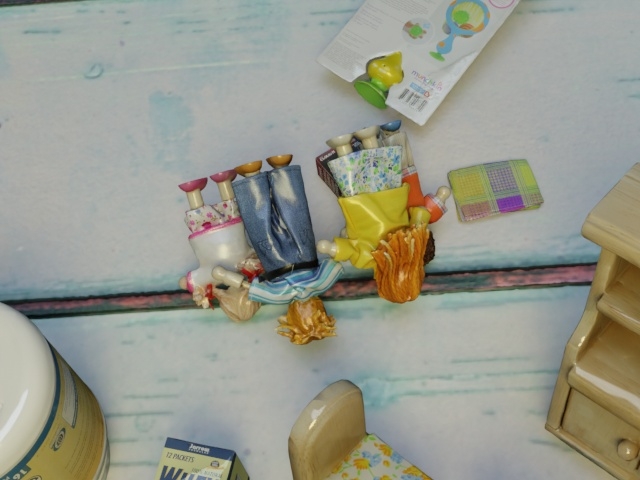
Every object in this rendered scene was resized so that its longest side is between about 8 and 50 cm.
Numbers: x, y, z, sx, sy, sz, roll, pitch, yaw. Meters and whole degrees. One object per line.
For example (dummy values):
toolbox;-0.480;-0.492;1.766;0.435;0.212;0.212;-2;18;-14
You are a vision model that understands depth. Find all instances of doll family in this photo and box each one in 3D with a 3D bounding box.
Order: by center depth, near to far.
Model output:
doll family;0.000;0.000;0.777;0.263;0.118;0.163;-17;95;-4

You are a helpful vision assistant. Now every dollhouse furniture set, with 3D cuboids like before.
dollhouse furniture set;0.144;0.186;0.539;0.362;0.256;0.394;33;60;29

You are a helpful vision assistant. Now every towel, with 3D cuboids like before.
towel;0.168;-0.050;0.871;0.083;0.009;0.060;-12;60;-3

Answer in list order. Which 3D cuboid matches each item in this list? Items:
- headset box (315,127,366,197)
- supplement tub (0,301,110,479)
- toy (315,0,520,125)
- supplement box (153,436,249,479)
headset box;0.039;-0.066;0.877;0.062;0.032;0.083;-33;63;-13
supplement tub;-0.247;0.145;0.686;0.145;0.199;0.144;-2;61;4
toy;0.120;-0.232;0.952;0.137;0.056;0.237;34;74;17
supplement box;-0.097;0.210;0.704;0.056;0.083;0.083;9;62;10
